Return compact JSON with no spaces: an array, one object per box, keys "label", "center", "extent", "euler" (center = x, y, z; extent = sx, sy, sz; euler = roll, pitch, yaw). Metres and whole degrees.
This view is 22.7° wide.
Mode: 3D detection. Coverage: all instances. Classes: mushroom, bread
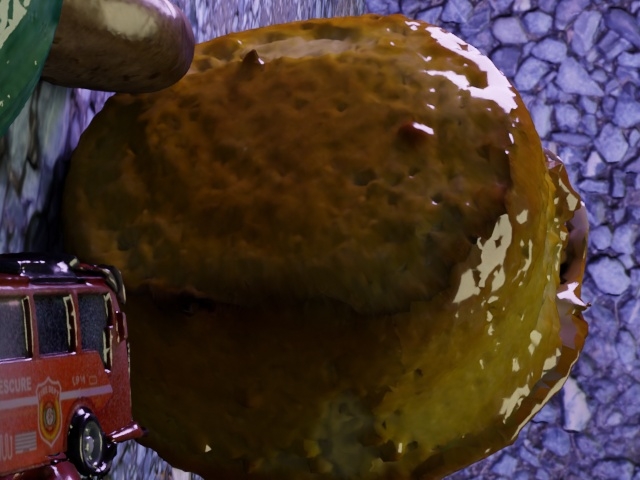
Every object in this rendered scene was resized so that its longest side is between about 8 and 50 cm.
[{"label":"mushroom","center":[-0.130,-0.130,1.003],"extent":[0.210,0.094,0.072],"euler":[-36,129,-85]},{"label":"bread","center":[0.003,-0.001,1.083],"extent":[0.204,0.358,0.336],"euler":[76,18,-56]}]

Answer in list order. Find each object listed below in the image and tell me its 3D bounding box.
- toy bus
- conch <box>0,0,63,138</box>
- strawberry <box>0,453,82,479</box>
[{"label":"toy bus","center":[-0.136,0.054,0.606],"extent":[0.235,0.074,0.096],"euler":[-2,91,-75]},{"label":"conch","center":[-0.155,-0.124,0.577],"extent":[0.196,0.134,0.202],"euler":[61,-7,0]},{"label":"strawberry","center":[-0.163,0.193,0.757],"extent":[0.201,0.184,0.187],"euler":[-47,160,-25]}]
